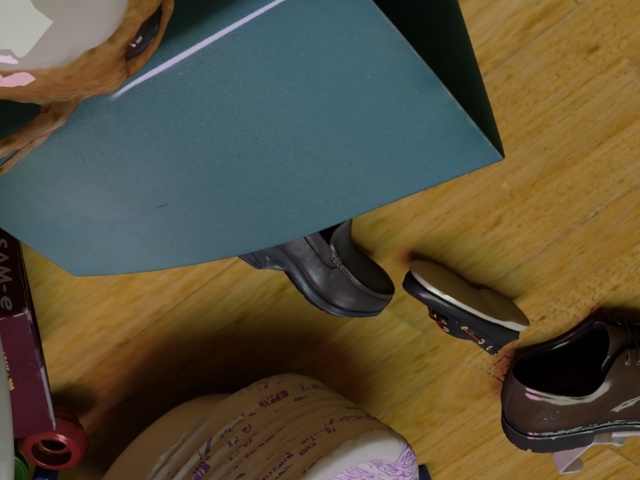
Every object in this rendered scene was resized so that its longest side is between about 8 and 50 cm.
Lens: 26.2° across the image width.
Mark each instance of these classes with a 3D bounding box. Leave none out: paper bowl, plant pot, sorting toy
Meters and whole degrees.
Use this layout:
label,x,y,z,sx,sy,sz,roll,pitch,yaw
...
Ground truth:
label,x,y,z,sx,sy,sz,roll,pitch,yaw
paper bowl,-0.069,0.226,0.992,0.284,0.148,0.284,-41,148,-32
plant pot,-0.064,-0.091,0.676,0.234,0.166,0.165,-25,142,20
sorting toy,-0.208,0.147,0.991,0.102,0.042,0.061,-19,127,19

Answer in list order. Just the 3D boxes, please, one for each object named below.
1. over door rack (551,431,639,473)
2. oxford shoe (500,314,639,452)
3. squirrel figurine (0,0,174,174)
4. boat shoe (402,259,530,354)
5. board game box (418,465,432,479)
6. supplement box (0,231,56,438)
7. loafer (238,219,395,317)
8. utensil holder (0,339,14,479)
label,x,y,z,sx,sy,sz,roll,pitch,yaw
over door rack,0.400,0.238,1.185,0.324,0.239,0.108,-7,142,-16
oxford shoe,0.253,0.100,1.089,0.227,0.083,0.096,-18,137,-4
squirrel figurine,-0.231,-0.161,0.436,0.281,0.397,0.370,-69,160,6
boat shoe,0.100,0.051,0.991,0.042,0.049,0.133,-45,140,17
board game box,0.051,0.239,1.215,0.090,0.020,0.090,-12,140,-10
supplement box,-0.292,0.079,0.841,0.239,0.073,0.130,-10,140,-11
loafer,0.000,0.000,0.883,0.061,0.062,0.170,-41,138,18
utensil holder,-0.359,0.091,0.516,0.385,0.327,0.327,-5,143,-49
